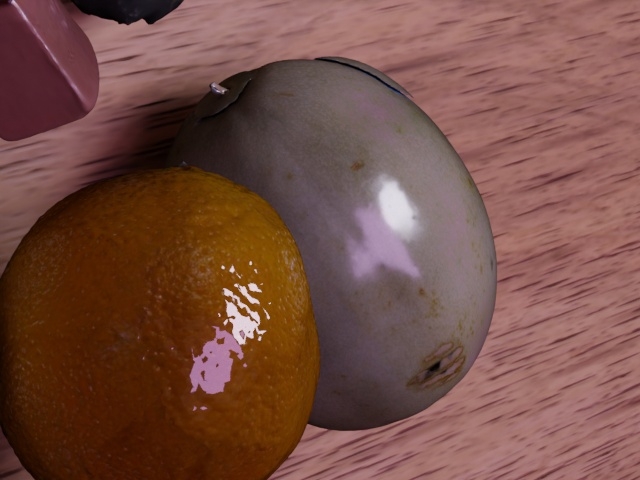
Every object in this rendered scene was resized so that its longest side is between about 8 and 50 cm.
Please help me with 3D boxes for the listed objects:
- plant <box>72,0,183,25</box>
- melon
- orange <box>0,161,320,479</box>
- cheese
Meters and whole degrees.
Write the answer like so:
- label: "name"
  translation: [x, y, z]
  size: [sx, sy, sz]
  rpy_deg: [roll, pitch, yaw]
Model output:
- label: "plant"
  translation: [-0.156, -0.289, 1.535]
  size: [0.164, 0.142, 0.256]
  rpy_deg: [-22, 134, -29]
- label: "melon"
  translation: [0.000, 0.000, 1.655]
  size: [0.268, 0.268, 0.330]
  rpy_deg: [-42, 115, -31]
- label: "orange"
  translation: [-0.115, 0.070, 1.436]
  size: [0.264, 0.264, 0.264]
  rpy_deg: [-8, 101, -42]
- label: "cheese"
  translation: [-0.252, -0.143, 1.458]
  size: [0.203, 0.177, 0.128]
  rpy_deg: [-50, 126, -27]
